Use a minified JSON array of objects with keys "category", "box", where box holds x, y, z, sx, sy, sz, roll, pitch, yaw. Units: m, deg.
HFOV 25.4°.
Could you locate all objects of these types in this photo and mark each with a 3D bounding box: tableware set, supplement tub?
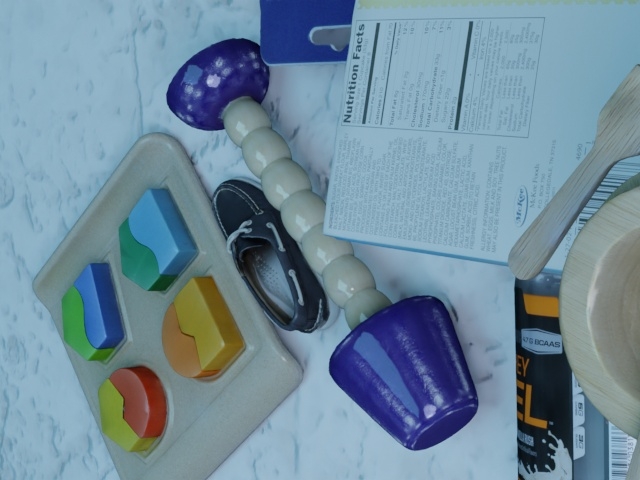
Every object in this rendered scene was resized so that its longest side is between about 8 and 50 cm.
[{"category":"tableware set","box":[0.121,-0.017,0.364,0.128,0.039,0.194,52,129,29]},{"category":"supplement tub","box":[0.151,0.069,0.676,0.117,0.117,0.190,0,93,43]}]

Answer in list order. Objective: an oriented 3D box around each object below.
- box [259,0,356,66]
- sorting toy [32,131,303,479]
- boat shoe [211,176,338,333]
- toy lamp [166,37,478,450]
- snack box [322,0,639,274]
[{"category":"box","box":[0.023,-0.214,0.827,0.136,0.037,0.225,5,94,43]},{"category":"sorting toy","box":[-0.118,0.061,0.977,0.193,0.038,0.208,-48,62,34]},{"category":"boat shoe","box":[-0.037,0.009,0.898,0.046,0.038,0.125,-50,61,33]},{"category":"toy lamp","box":[0.000,0.000,0.836,0.080,0.080,0.274,-51,61,32]},{"category":"snack box","box":[0.103,-0.148,0.621,0.187,0.060,0.321,9,92,47]}]
